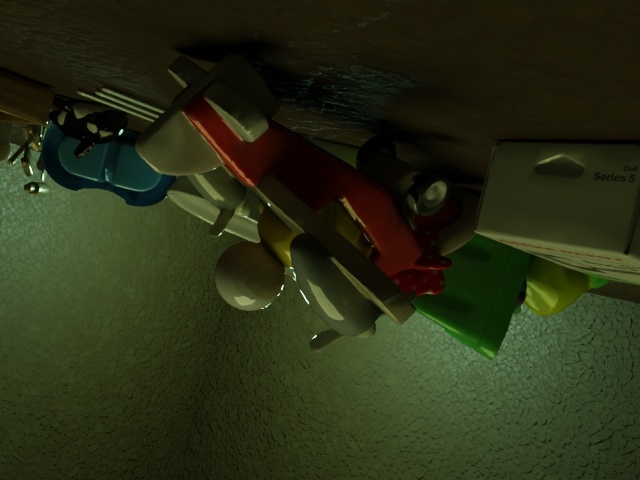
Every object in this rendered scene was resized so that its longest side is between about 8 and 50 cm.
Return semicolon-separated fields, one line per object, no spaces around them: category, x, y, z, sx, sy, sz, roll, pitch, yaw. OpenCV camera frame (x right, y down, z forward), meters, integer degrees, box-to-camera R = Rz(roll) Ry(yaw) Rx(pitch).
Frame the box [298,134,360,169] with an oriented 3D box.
box;0.003;-0.132;1.142;0.178;0.042;0.109;14;177;8

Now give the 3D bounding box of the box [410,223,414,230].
box;0.278;0.019;1.862;0.311;0.147;0.121;14;178;-29

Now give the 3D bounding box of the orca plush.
orca plush;-0.490;-0.217;1.402;0.287;0.102;0.151;13;177;27

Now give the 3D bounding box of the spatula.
spatula;-0.292;-0.217;1.237;0.242;0.019;0.168;16;178;-38

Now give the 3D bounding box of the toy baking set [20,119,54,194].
toy baking set;-0.625;-0.196;1.610;0.030;0.196;0.256;9;177;-7

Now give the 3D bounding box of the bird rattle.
bird rattle;0.156;-0.022;1.112;0.143;0.207;0.253;62;174;-23

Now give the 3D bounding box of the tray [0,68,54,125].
tray;-0.686;-0.293;1.182;0.203;0.076;0.411;12;177;44

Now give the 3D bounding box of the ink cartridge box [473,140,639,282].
ink cartridge box;0.345;-0.020;0.823;0.273;0.114;0.198;16;177;-37

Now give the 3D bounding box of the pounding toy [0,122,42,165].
pounding toy;-0.758;-0.243;1.581;0.155;0.154;0.270;12;-150;42

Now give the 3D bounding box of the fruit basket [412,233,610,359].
fruit basket;0.351;0.078;1.336;0.392;0.282;0.392;20;179;0

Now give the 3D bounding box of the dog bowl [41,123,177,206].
dog bowl;-0.468;-0.179;1.600;0.298;0.165;0.074;15;-171;-8

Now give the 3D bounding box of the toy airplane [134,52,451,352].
toy airplane;-0.055;-0.039;0.837;0.385;0.272;0.386;31;-169;2

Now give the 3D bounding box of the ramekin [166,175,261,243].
ramekin;-0.149;-0.093;1.397;0.277;0.135;0.277;22;170;4

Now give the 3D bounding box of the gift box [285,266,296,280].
gift box;0.000;0.000;1.973;0.255;0.276;0.258;28;179;-10
